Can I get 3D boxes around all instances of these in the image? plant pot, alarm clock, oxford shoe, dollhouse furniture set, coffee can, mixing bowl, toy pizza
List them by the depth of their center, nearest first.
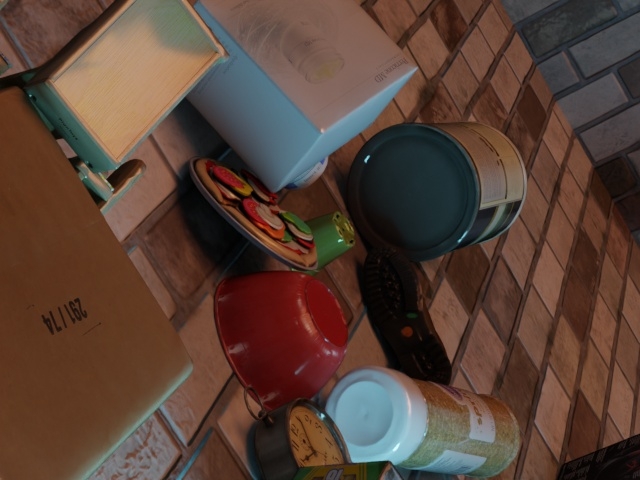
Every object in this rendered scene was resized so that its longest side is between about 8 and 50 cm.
[{"bbox_3d":[-0.226,-0.143,1.352,0.212,0.242,0.161,52,59,-23],"label":"dollhouse furniture set"},{"bbox_3d":[-0.032,0.230,1.630,0.192,0.064,0.129,54,25,-27],"label":"alarm clock"},{"bbox_3d":[-0.031,0.105,1.723,0.181,0.098,0.181,46,29,-35],"label":"mixing bowl"},{"bbox_3d":[-0.074,-0.040,1.776,0.201,0.032,0.201,40,12,-10],"label":"toy pizza"},{"bbox_3d":[0.000,0.000,1.922,0.083,0.079,0.083,46,28,-34],"label":"plant pot"},{"bbox_3d":[0.120,0.115,2.078,0.096,0.082,0.227,52,17,-74],"label":"oxford shoe"},{"bbox_3d":[0.183,-0.081,2.238,0.201,0.201,0.275,65,23,5],"label":"coffee can"}]

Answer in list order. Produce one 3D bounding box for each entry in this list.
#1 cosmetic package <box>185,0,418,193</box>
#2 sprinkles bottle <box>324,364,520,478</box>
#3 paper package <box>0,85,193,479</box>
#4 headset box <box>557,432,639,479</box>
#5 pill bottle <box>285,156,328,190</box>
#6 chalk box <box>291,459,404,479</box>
[{"bbox_3d":[-0.040,-0.217,1.839,0.225,0.138,0.224,48,45,4],"label":"cosmetic package"},{"bbox_3d":[0.139,0.241,1.908,0.355,0.121,0.121,21,47,-58],"label":"sprinkles bottle"},{"bbox_3d":[-0.287,0.064,1.138,0.309,0.168,0.325,59,24,-7],"label":"paper package"},{"bbox_3d":[0.521,0.388,2.335,0.110,0.293,0.218,61,22,-5],"label":"headset box"},{"bbox_3d":[-0.058,-0.135,1.945,0.137,0.078,0.078,46,28,-36],"label":"pill bottle"},{"bbox_3d":[0.011,0.344,1.478,0.132,0.132,0.213,55,47,-23],"label":"chalk box"}]
